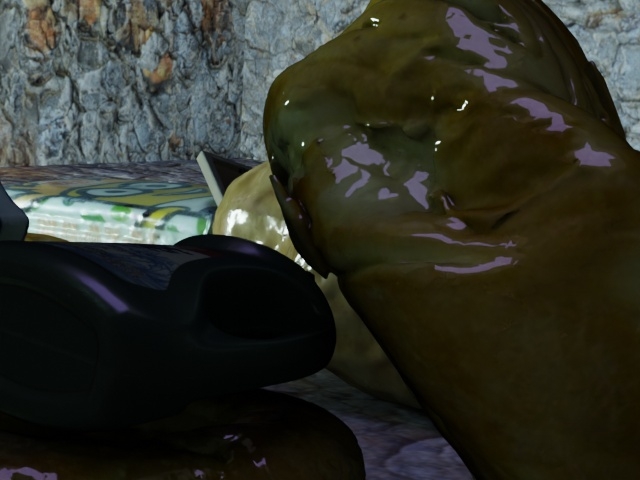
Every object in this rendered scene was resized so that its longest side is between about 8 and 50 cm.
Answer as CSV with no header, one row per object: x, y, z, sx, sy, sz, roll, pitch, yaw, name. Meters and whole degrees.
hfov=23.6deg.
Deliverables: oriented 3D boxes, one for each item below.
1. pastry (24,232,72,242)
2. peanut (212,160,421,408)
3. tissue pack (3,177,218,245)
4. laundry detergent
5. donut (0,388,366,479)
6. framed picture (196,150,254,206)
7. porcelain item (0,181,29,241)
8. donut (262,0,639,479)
-0.279,0.045,1.483,0.156,0.092,0.156,6,15,-2,pastry
0.040,0.030,1.308,0.192,0.169,0.387,-24,29,-26,peanut
-0.188,0.003,1.667,0.311,0.128,0.228,7,9,29,tissue pack
-0.059,0.039,0.722,0.144,0.078,0.222,14,8,36,laundry detergent
-0.103,0.138,0.717,0.261,0.128,0.208,-1,8,-36,donut
0.000,0.000,1.579,0.250,0.016,0.184,17,32,-36,framed picture
-0.332,0.009,0.850,0.281,0.286,0.157,28,8,6,porcelain item
0.106,0.029,0.776,0.170,0.360,0.360,-33,10,0,donut
